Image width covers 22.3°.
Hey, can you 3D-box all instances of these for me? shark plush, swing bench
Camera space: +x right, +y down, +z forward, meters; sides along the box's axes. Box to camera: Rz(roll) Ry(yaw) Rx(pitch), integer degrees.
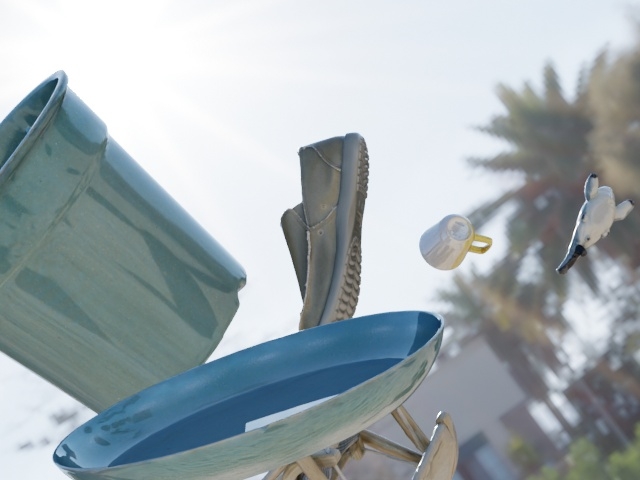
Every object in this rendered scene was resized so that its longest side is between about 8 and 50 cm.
[{"bbox_3d":[0.369,-0.012,2.208,0.067,0.073,0.161,-48,19,60],"label":"shark plush"},{"bbox_3d":[0.045,0.289,1.996,0.165,0.255,0.253,-50,4,32],"label":"swing bench"}]

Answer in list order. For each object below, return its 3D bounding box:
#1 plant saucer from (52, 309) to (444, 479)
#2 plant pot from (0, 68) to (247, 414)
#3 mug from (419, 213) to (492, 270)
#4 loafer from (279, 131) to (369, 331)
[{"bbox_3d":[-0.049,0.129,1.252,0.317,0.043,0.317,-19,6,2],"label":"plant saucer"},{"bbox_3d":[-0.291,0.029,1.956,0.341,0.334,0.341,-43,19,19],"label":"plant pot"},{"bbox_3d":[0.168,-0.005,2.015,0.078,0.062,0.064,-21,-15,-23],"label":"mug"},{"bbox_3d":[0.000,0.000,1.825,0.087,0.251,0.094,3,-17,13],"label":"loafer"}]
